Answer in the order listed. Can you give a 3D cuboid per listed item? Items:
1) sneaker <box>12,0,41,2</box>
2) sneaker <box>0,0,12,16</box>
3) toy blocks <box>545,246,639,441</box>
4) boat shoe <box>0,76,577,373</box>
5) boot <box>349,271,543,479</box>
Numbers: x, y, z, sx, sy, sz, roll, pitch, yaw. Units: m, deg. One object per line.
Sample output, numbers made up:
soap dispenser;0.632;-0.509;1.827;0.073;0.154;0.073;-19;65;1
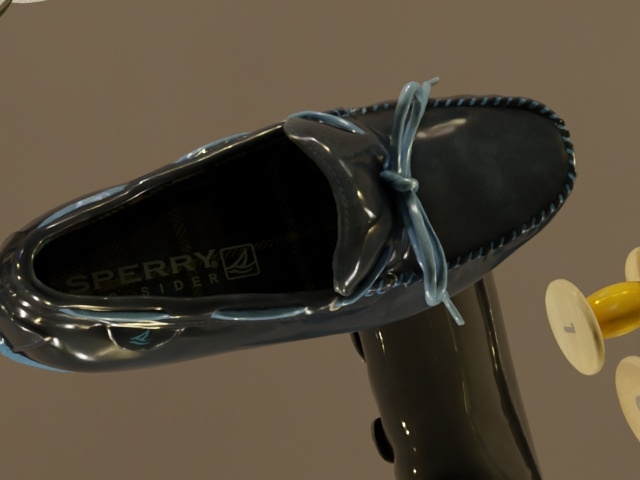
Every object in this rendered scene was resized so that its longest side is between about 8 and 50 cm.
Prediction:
sneaker;-0.183;-0.124;0.599;0.152;0.061;0.053;-28;-87;-9
sneaker;-0.208;-0.160;0.397;0.296;0.147;0.104;42;-99;-5
toy blocks;0.209;0.039;0.644;0.148;0.123;0.054;-20;-52;-12
boat shoe;0.000;0.000;0.503;0.258;0.089;0.109;-23;-96;-20
boot;0.075;0.102;0.958;0.146;0.367;0.445;-13;-108;15
